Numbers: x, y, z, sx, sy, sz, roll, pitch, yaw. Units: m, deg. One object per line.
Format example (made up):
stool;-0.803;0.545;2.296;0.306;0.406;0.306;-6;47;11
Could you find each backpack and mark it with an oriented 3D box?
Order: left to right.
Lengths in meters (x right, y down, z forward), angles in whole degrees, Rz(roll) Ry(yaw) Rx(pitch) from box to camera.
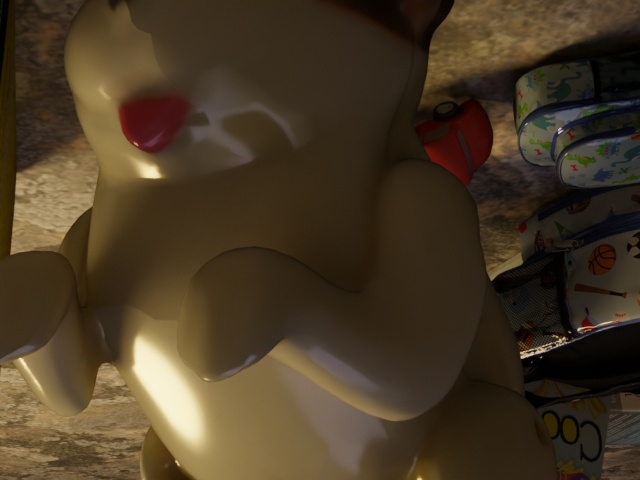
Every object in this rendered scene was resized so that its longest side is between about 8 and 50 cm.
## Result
backpack;0.207;-0.090;0.737;0.114;0.084;0.105;-4;155;11
backpack;0.327;0.054;0.931;0.277;0.213;0.263;7;164;-30

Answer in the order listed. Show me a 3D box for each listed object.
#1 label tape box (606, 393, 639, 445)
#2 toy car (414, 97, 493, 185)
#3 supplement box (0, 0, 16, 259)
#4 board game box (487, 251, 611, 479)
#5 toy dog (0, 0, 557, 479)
label tape box;0.411;0.256;1.547;0.334;0.105;0.240;3;156;-11
toy car;0.020;-0.007;0.767;0.239;0.053;0.225;2;113;-20
supplement box;-0.312;-0.044;0.653;0.194;0.195;0.356;5;155;-16
board game box;0.227;0.176;1.084;0.142;0.275;0.144;26;150;-14
toy dog;0.000;0.000;0.556;0.285;0.407;0.395;0;-156;39
